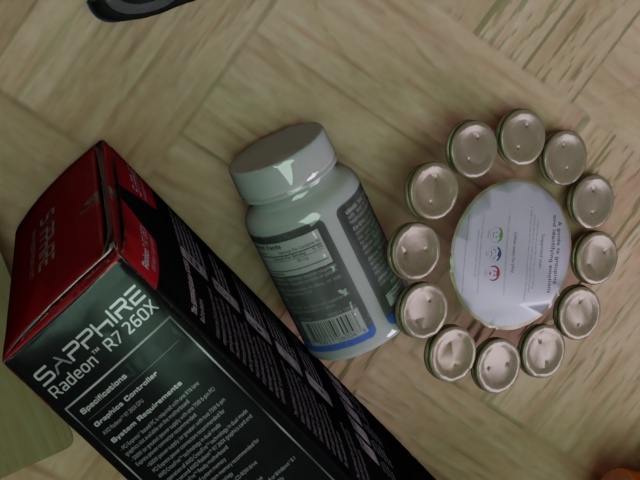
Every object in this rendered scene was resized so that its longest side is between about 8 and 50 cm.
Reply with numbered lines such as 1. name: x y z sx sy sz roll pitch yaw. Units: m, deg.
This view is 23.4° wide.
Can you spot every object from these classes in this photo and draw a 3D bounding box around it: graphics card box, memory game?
1. graphics card box: -0.031 0.122 0.928 0.094 0.233 0.371 -43 110 5
2. memory game: 0.120 0.007 0.994 0.186 0.012 0.186 -4 99 -30

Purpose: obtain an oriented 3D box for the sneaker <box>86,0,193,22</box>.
1. sneaker: -0.053 -0.181 0.908 0.188 0.078 0.067 -20 109 -1

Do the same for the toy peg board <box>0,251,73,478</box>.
1. toy peg board: -0.264 0.081 0.972 0.160 0.079 0.161 -24 111 -17

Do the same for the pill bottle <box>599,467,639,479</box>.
1. pill bottle: 0.307 0.222 1.066 0.245 0.130 0.130 13 105 -13

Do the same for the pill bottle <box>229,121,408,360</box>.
1. pill bottle: 0.000 0.000 0.975 0.078 0.078 0.137 -26 109 0
